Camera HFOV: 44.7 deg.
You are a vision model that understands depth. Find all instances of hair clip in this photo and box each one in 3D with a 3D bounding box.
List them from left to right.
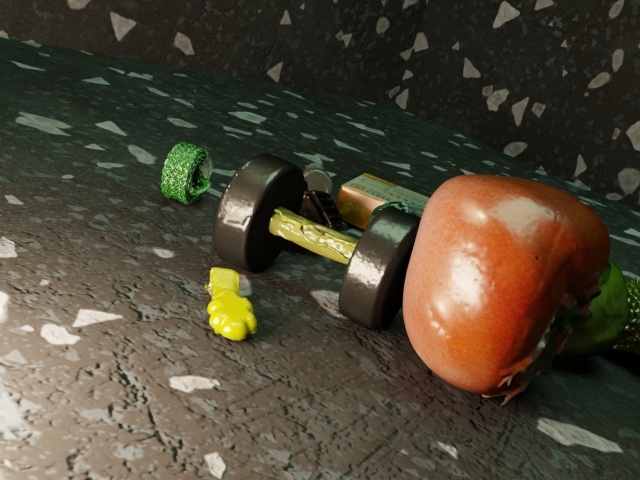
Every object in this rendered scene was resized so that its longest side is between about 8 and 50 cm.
[{"bbox_3d":[-0.135,0.096,1.159,0.072,0.046,0.173,8,21,-15],"label":"hair clip"}]

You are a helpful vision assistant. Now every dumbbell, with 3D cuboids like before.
[{"bbox_3d":[0.000,0.000,1.313,0.322,0.203,0.204,24,19,19],"label":"dumbbell"}]

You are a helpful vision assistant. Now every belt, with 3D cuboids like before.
[{"bbox_3d":[-0.265,-0.137,1.605,0.079,0.121,0.151,17,13,7],"label":"belt"}]

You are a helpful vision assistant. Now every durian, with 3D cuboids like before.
[{"bbox_3d":[0.643,0.163,1.494,0.200,0.176,0.237,29,-4,-36],"label":"durian"}]

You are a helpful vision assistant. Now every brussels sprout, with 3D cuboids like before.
[{"bbox_3d":[0.419,0.108,1.403,0.271,0.210,0.219,-1,16,-7],"label":"brussels sprout"}]

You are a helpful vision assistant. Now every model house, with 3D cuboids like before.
[{"bbox_3d":[-0.005,-0.063,1.644,0.152,0.106,0.165,26,15,22],"label":"model house"},{"bbox_3d":[0.185,0.001,1.647,0.148,0.119,0.148,11,27,-20],"label":"model house"}]

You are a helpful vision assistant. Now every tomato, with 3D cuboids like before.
[{"bbox_3d":[0.262,0.058,1.172,0.273,0.341,0.341,36,25,30],"label":"tomato"}]

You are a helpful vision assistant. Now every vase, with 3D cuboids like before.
[{"bbox_3d":[-0.014,-0.153,1.962,0.086,0.086,0.214,16,14,-5],"label":"vase"}]

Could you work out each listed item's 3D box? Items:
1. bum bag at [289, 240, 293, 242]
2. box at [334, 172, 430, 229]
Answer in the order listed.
[{"bbox_3d":[-0.095,-0.044,1.569,0.248,0.069,0.102,24,-19,21],"label":"bum bag"},{"bbox_3d":[0.184,-0.064,1.855,0.274,0.091,0.221,22,18,11],"label":"box"}]
